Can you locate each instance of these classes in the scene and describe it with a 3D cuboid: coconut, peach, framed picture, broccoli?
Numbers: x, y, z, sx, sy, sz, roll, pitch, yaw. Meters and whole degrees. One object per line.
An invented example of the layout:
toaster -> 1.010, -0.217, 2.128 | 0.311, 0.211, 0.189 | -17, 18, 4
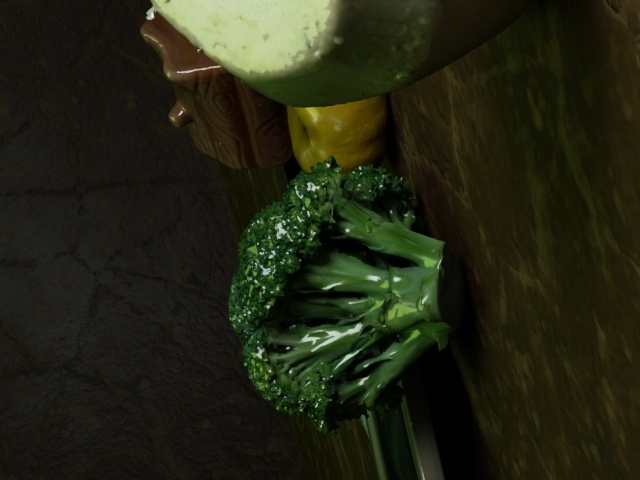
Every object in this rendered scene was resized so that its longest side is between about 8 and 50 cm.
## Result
coconut -> 0.018, -0.213, 0.960 | 0.245, 0.247, 0.245 | 19, 123, 31
peach -> 0.012, -0.144, 1.616 | 0.179, 0.103, 0.179 | 167, 90, -84
framed picture -> 0.077, 0.166, 1.769 | 0.326, 0.028, 0.446 | 94, 166, -60
broccoli -> 0.033, 0.055, 1.494 | 0.261, 0.241, 0.269 | 34, -121, -49

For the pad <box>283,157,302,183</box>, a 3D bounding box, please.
pad -> 0.000, 0.000, 2.058 | 0.181, 0.004, 0.267 | 53, -161, -53

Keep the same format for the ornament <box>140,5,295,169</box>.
ornament -> -0.083, -0.215, 1.870 | 0.218, 0.221, 0.235 | 79, -147, -56

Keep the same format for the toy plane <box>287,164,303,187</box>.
toy plane -> -0.011, -0.096, 2.043 | 0.145, 0.060, 0.037 | -88, -13, -64

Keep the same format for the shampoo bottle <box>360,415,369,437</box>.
shampoo bottle -> 0.083, 0.240, 2.045 | 0.195, 0.056, 0.056 | -114, 11, -51
